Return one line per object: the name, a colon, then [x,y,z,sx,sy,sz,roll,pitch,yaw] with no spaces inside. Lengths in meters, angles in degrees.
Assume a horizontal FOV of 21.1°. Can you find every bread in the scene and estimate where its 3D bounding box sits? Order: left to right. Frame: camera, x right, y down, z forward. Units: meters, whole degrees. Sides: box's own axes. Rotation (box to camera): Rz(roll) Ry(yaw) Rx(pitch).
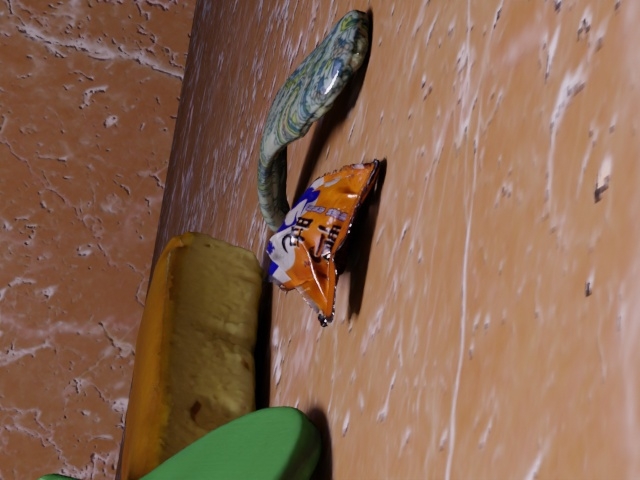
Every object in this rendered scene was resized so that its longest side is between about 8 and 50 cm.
bread: [-0.082,0.149,1.034,0.361,0.077,0.138,-91,14,-52]

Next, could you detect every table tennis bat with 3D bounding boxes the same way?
table tennis bat: [-0.090,0.138,0.850,0.160,0.039,0.257,-40,14,-26]

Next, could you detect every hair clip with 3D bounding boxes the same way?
hair clip: [-0.014,-0.062,0.977,0.229,0.036,0.066,117,168,-64]

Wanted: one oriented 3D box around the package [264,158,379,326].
package: [0.001,0.000,0.818,0.077,0.033,0.110,-58,19,-11]
